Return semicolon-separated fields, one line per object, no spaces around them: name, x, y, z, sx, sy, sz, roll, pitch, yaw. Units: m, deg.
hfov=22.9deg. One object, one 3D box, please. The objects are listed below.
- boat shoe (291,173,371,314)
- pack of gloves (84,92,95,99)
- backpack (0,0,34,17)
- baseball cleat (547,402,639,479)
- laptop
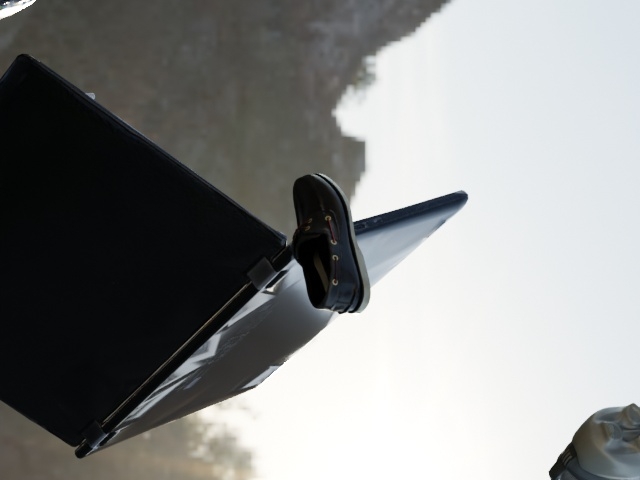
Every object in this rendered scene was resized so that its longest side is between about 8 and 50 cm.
boat shoe;0.001;-0.001;1.231;0.049;0.042;0.133;-53;-138;40
pack of gloves;-0.313;-0.052;1.515;0.195;0.046;0.232;-59;159;17
backpack;-0.292;-0.226;1.289;0.117;0.158;0.173;59;21;-14
baseball cleat;0.268;0.165;1.205;0.109;0.205;0.072;125;-35;-47
laptop;-0.150;0.008;1.479;0.382;0.408;0.236;-43;-107;39
